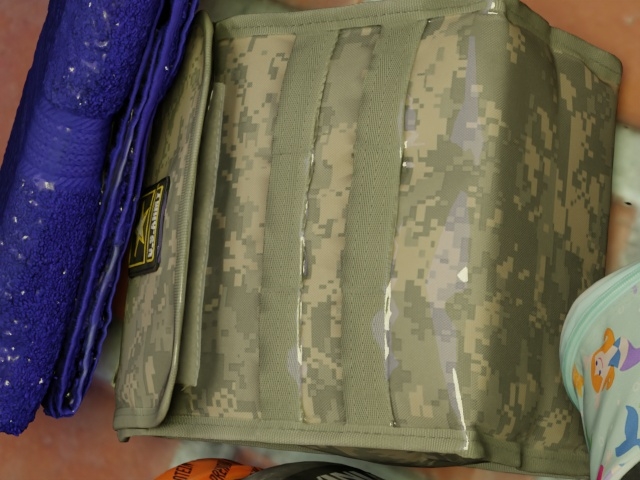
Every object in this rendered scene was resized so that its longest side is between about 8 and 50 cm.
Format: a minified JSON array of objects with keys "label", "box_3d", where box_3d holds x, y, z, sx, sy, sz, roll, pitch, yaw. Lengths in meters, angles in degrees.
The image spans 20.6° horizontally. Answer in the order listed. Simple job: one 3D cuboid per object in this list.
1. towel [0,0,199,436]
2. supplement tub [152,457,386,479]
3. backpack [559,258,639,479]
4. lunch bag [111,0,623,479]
[{"label":"towel","box_3d":[-0.132,-0.064,1.003,0.076,0.227,0.308,16,110,-12]},{"label":"supplement tub","box_3d":[0.046,0.233,0.850,0.338,0.207,0.207,17,90,38]},{"label":"backpack","box_3d":[0.236,0.058,0.784,0.253,0.225,0.191,-35,44,24]},{"label":"lunch bag","box_3d":[0.000,0.000,0.956,0.287,0.169,0.235,-1,79,36]}]
